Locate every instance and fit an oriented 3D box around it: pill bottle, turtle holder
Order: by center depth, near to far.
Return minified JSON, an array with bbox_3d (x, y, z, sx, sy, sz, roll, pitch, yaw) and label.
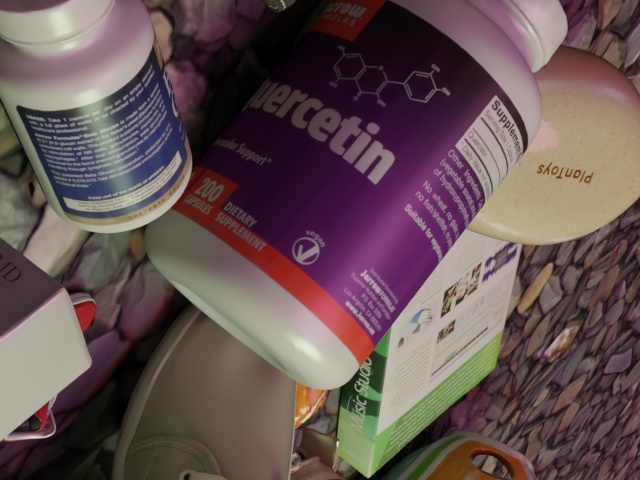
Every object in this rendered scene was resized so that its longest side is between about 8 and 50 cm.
[{"bbox_3d":[-0.133,-0.089,0.702,0.094,0.094,0.169,-44,149,-23],"label":"pill bottle"},{"bbox_3d":[0.034,-0.064,0.897,0.323,0.181,0.181,-52,151,-10],"label":"pill bottle"},{"bbox_3d":[0.167,0.370,1.484,0.227,0.243,0.320,-64,147,-25],"label":"turtle holder"}]

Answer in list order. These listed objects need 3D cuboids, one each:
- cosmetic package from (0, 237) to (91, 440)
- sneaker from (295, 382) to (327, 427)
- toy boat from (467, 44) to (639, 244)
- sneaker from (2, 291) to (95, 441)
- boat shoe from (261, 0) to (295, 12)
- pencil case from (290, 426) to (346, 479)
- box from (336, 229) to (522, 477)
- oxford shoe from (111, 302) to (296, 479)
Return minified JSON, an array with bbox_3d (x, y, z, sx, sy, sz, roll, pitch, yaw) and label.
[{"bbox_3d":[-0.253,0.088,0.675,0.231,0.117,0.085,-43,150,-26],"label":"cosmetic package"},{"bbox_3d":[-0.015,0.094,1.123,0.067,0.064,0.175,20,97,-40],"label":"sneaker"},{"bbox_3d":[0.219,-0.150,1.134,0.267,0.148,0.318,13,110,-36],"label":"toy boat"},{"bbox_3d":[-0.183,0.087,0.832,0.118,0.067,0.042,-41,148,-27],"label":"sneaker"},{"bbox_3d":[-0.085,-0.186,0.706,0.073,0.080,0.223,-52,146,2],"label":"boat shoe"},{"bbox_3d":[-0.132,0.309,1.040,0.410,0.160,0.183,-23,114,-46],"label":"pencil case"},{"bbox_3d":[0.118,0.072,1.298,0.232,0.058,0.322,-34,143,-36],"label":"box"},{"bbox_3d":[-0.080,0.237,0.905,0.169,0.130,0.449,34,56,-32],"label":"oxford shoe"}]
